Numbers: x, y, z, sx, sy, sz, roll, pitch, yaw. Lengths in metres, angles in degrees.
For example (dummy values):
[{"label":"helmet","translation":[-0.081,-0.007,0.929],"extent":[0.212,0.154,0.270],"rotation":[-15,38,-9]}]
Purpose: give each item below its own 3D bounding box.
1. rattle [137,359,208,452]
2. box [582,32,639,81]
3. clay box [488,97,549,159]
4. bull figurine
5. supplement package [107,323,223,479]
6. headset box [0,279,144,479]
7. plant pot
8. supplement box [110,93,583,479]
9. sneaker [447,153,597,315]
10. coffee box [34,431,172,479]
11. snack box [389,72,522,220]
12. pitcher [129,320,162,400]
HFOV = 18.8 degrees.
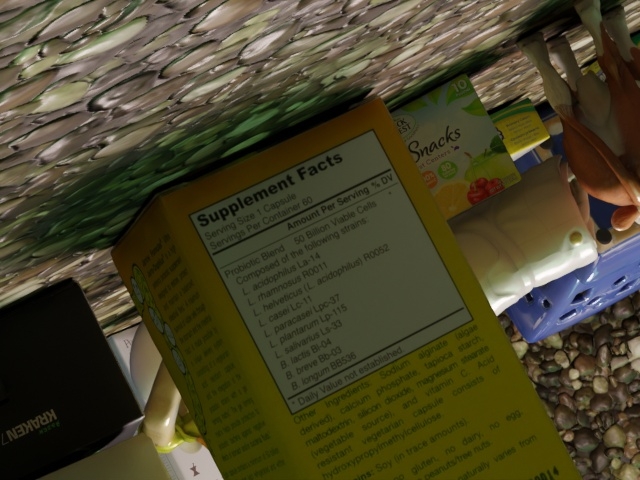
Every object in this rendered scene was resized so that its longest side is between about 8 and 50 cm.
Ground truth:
[{"label":"rattle","translation":[-0.079,0.109,1.763],"extent":[0.130,0.142,0.200],"rotation":[72,36,-52]},{"label":"box","translation":[0.349,-0.197,1.986],"extent":[0.179,0.043,0.105],"rotation":[-28,176,-21]},{"label":"clay box","translation":[0.111,-0.068,1.963],"extent":[0.222,0.053,0.127],"rotation":[-24,174,-27]},{"label":"bull figurine","translation":[0.251,-0.097,1.603],"extent":[0.101,0.188,0.310],"rotation":[-28,175,10]},{"label":"supplement package","translation":[-0.181,0.237,2.323],"extent":[0.198,0.263,0.199],"rotation":[-32,174,41]},{"label":"headset box","translation":[-0.291,0.159,1.657],"extent":[0.246,0.131,0.283],"rotation":[-26,175,-10]},{"label":"plant pot","translation":[0.306,-0.052,2.233],"extent":[0.236,0.236,0.212],"rotation":[-25,168,-21]},{"label":"supplement box","translation":[0.018,0.106,1.450],"extent":[0.194,0.357,0.195],"rotation":[-25,175,-21]},{"label":"sneaker","translation":[0.152,-0.010,1.671],"extent":[0.169,0.108,0.292],"rotation":[-28,-162,-1]},{"label":"coffee box","translation":[-0.256,0.398,1.601],"extent":[0.334,0.338,0.338],"rotation":[-23,173,-26]},{"label":"snack box","translation":[0.080,-0.060,1.579],"extent":[0.141,0.100,0.037],"rotation":[-29,177,6]},{"label":"pitcher","translation":[-0.104,0.087,2.083],"extent":[0.207,0.125,0.177],"rotation":[-46,171,37]}]
